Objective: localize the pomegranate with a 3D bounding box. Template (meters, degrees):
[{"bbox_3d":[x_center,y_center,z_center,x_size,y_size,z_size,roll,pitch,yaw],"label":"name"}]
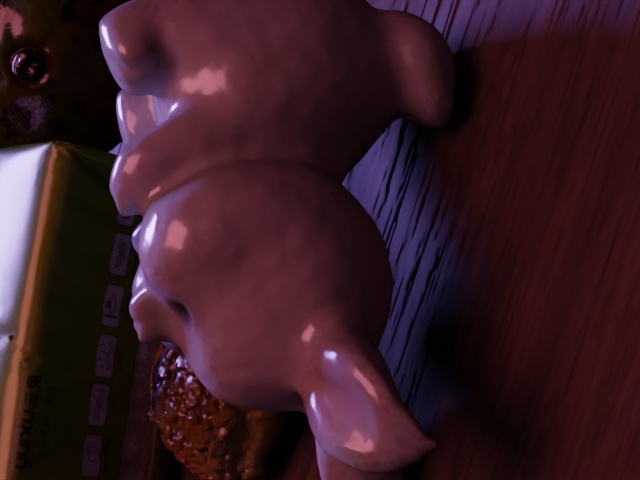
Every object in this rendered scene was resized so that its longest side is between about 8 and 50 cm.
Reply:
[{"bbox_3d":[-0.228,-0.170,1.598,0.202,0.202,0.248,-62,6,18],"label":"pomegranate"}]

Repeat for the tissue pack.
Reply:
[{"bbox_3d":[-0.216,0.071,1.511,0.200,0.167,0.274,-2,79,52],"label":"tissue pack"}]

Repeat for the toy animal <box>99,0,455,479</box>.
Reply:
[{"bbox_3d":[-0.011,-0.001,1.245,0.196,0.241,0.367,79,-178,-67],"label":"toy animal"}]

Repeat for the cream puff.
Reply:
[{"bbox_3d":[-0.073,0.112,1.373,0.119,0.104,0.133,16,93,46],"label":"cream puff"}]
